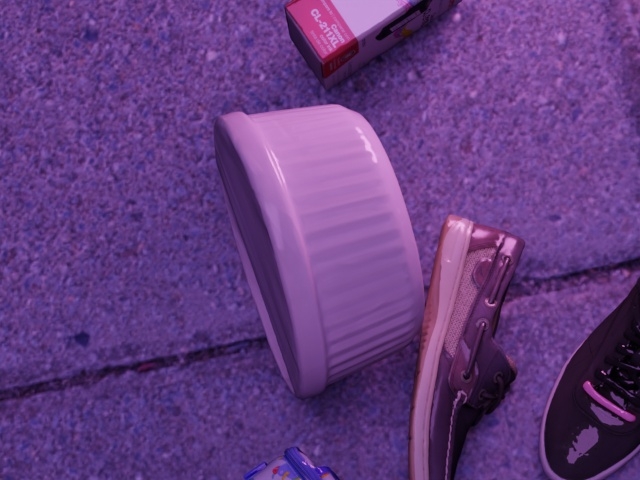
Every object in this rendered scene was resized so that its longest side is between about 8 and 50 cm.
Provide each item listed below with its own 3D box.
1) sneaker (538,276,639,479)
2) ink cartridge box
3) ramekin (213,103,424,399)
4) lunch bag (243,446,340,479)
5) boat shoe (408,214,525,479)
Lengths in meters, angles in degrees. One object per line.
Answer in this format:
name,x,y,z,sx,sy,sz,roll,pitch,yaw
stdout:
sneaker,0.291,0.088,1.349,0.104,0.147,0.296,37,82,17
ink cartridge box,0.057,-0.237,1.505,0.175,0.127,0.072,-33,83,-2
ramekin,0.000,0.000,1.377,0.127,0.273,0.273,-16,69,-10
lunch bag,0.010,0.269,1.298,0.090,0.219,0.176,-38,69,-5
boat shoe,0.136,0.114,1.392,0.092,0.103,0.285,7,68,7
